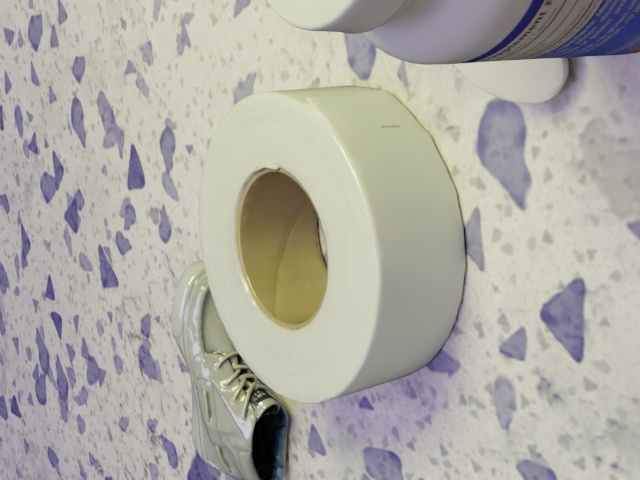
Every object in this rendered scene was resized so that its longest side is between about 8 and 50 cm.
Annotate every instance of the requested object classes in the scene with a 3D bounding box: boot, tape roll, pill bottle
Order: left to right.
[{"bbox_3d":[-0.088,0.152,1.062,0.123,0.095,0.258,17,121,45],"label":"boot"},{"bbox_3d":[0.000,0.000,0.878,0.286,0.100,0.286,19,113,51],"label":"tape roll"},{"bbox_3d":[0.109,-0.175,0.719,0.190,0.086,0.069,36,123,9],"label":"boot"},{"bbox_3d":[0.100,-0.178,0.544,0.152,0.272,0.152,18,113,51],"label":"pill bottle"}]
